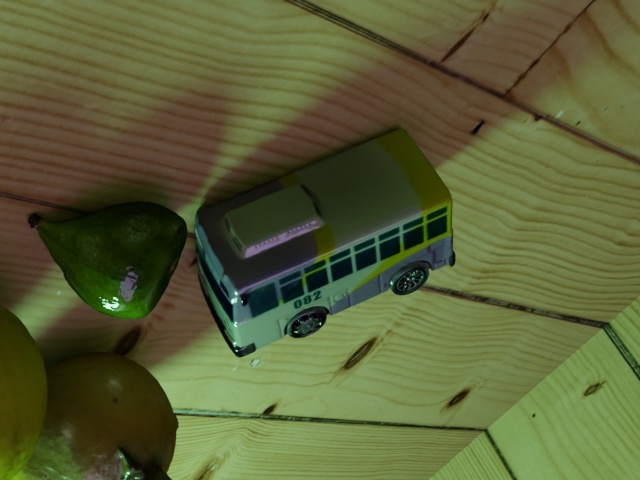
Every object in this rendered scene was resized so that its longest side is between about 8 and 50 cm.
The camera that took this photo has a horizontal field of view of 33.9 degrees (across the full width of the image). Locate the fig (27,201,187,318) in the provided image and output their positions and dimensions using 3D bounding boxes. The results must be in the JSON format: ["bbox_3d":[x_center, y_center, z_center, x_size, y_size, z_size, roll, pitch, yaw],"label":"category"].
[{"bbox_3d":[-0.349,0.013,1.682,0.235,0.203,0.203,22,133,-1],"label":"fig"}]

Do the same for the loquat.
[{"bbox_3d":[-0.402,0.374,1.919,0.328,0.359,0.329,-36,137,-42],"label":"loquat"}]

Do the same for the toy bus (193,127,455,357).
[{"bbox_3d":[0.000,0.000,1.837,0.439,0.209,0.249,-23,145,-10],"label":"toy bus"}]

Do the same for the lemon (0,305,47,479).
[{"bbox_3d":[-0.586,0.246,1.633,0.347,0.348,0.348,-20,145,-14],"label":"lemon"}]
